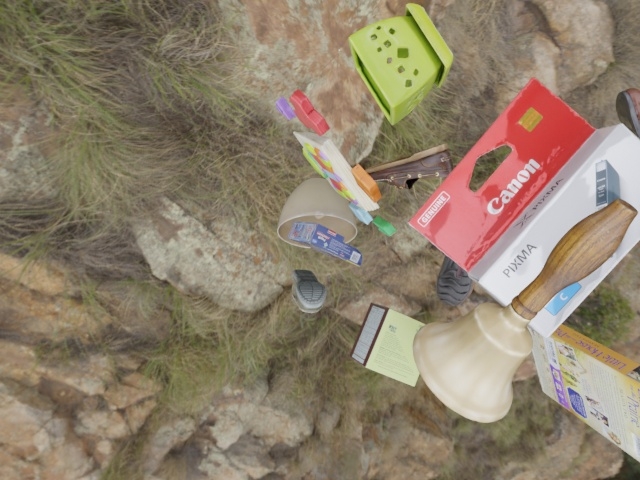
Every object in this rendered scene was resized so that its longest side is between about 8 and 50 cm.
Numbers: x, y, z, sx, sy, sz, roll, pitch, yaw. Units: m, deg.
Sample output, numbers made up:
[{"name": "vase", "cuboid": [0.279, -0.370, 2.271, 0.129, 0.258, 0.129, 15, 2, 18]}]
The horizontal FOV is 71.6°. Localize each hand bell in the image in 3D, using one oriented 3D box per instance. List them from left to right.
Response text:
[{"name": "hand bell", "cuboid": [0.206, 0.060, 0.431, 0.126, 0.126, 0.242, 23, 126, -7]}]

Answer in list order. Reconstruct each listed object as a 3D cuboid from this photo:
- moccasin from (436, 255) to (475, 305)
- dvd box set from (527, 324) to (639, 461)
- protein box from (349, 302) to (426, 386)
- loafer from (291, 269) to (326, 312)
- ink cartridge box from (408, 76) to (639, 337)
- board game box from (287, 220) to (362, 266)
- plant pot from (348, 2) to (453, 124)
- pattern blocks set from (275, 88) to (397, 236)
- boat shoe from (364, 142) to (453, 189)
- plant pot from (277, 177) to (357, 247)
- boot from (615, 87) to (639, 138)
[{"name": "moccasin", "cuboid": [0.499, 0.068, 1.580, 0.139, 0.147, 0.380, 14, 121, 27]}, {"name": "dvd box set", "cuboid": [0.762, 0.407, 1.221, 0.062, 0.420, 0.308, -27, 110, -10]}, {"name": "protein box", "cuboid": [0.240, 0.342, 1.484, 0.199, 0.136, 0.201, 26, 83, -19]}, {"name": "loafer", "cuboid": [-0.039, 0.164, 1.343, 0.094, 0.251, 0.088, 4, 105, -9]}, {"name": "ink cartridge box", "cuboid": [0.327, -0.051, 0.658, 0.261, 0.066, 0.296, 39, 96, -3]}, {"name": "board game box", "cuboid": [0.000, 0.000, 1.285, 0.194, 0.194, 0.060, 26, 85, -35]}, {"name": "plant pot", "cuboid": [0.226, -0.485, 1.221, 0.207, 0.227, 0.228, -33, 88, 10]}, {"name": "pattern blocks set", "cuboid": [0.026, -0.134, 0.839, 0.026, 0.285, 0.325, -42, 109, -3]}, {"name": "boat shoe", "cuboid": [0.179, -0.142, 0.937, 0.207, 0.073, 0.073, -9, 103, 43]}, {"name": "plant pot", "cuboid": [-0.011, -0.112, 1.611, 0.284, 0.191, 0.284, 0, 156, 0]}, {"name": "boot", "cuboid": [0.839, -0.308, 0.975, 0.280, 0.096, 0.264, -37, 109, 28]}]
